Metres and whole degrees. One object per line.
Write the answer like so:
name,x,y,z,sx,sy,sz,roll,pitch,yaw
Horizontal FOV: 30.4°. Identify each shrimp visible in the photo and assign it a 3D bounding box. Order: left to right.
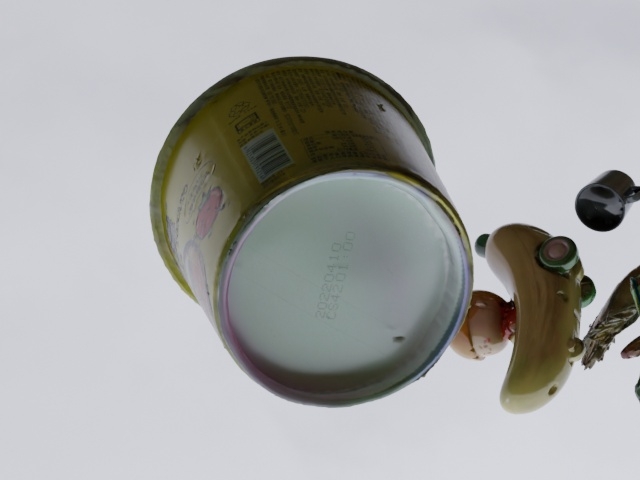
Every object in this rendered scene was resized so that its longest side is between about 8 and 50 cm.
shrimp,0.497,0.127,1.853,0.053,0.236,0.133,21,-156,-50

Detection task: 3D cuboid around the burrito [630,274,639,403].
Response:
burrito,0.408,0.146,1.353,0.104,0.054,0.288,-19,-126,12

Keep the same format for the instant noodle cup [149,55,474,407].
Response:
instant noodle cup,0.000,0.000,1.182,0.326,0.325,0.254,-6,-157,-12

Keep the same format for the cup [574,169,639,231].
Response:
cup,0.442,-0.064,1.766,0.100,0.078,0.077,-10,-162,38

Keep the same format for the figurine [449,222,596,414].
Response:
figurine,0.286,0.111,1.752,0.222,0.124,0.324,-7,-129,24
